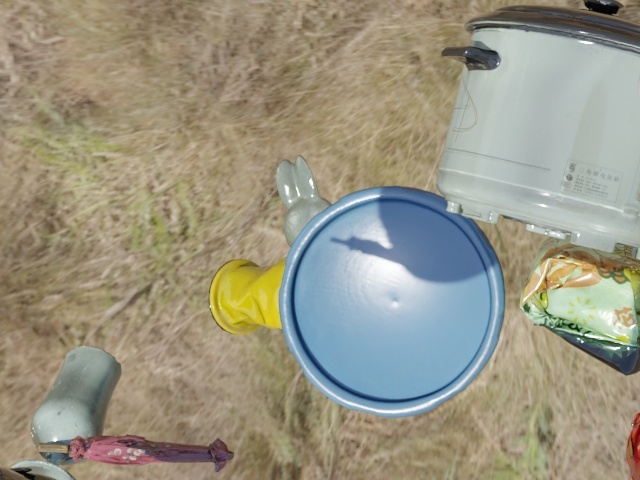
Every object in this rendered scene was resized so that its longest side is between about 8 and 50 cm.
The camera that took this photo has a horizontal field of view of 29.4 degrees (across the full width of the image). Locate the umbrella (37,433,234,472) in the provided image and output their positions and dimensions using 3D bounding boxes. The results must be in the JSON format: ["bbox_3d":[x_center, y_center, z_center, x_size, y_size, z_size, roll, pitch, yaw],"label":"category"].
[{"bbox_3d":[-0.150,0.174,1.011,0.165,0.027,0.025,7,102,-22],"label":"umbrella"}]

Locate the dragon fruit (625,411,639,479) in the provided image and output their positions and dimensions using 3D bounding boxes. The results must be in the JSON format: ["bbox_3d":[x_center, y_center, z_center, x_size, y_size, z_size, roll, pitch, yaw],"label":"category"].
[{"bbox_3d":[0.266,0.178,0.844,0.094,0.190,0.094,1,114,2],"label":"dragon fruit"}]

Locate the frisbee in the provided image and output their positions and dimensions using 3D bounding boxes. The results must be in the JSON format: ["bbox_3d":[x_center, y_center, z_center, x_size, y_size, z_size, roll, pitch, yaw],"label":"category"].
[{"bbox_3d":[0.089,0.075,1.529,0.289,0.049,0.290,-1,88,14],"label":"frisbee"}]

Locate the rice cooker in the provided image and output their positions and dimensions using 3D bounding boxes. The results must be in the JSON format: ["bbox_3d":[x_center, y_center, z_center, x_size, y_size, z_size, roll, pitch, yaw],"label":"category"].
[{"bbox_3d":[0.235,-0.113,1.131,0.280,0.241,0.227,12,94,-21],"label":"rice cooker"}]

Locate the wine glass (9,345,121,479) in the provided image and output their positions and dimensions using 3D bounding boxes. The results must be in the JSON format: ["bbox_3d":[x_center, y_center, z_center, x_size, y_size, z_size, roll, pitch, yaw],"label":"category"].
[{"bbox_3d":[-0.354,0.257,1.721,0.103,0.231,0.103,6,131,7],"label":"wine glass"}]

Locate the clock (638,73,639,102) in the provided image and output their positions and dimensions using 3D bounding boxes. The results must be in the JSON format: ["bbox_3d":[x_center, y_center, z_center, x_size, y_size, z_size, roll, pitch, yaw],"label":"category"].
[{"bbox_3d":[0.261,-0.046,0.557,0.230,0.230,0.083,32,126,2],"label":"clock"}]

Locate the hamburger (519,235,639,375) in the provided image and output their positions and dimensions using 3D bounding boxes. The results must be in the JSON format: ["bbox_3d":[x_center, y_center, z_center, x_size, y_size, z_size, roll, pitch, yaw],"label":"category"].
[{"bbox_3d":[0.364,0.065,1.485,0.235,0.214,0.125,17,114,17],"label":"hamburger"}]

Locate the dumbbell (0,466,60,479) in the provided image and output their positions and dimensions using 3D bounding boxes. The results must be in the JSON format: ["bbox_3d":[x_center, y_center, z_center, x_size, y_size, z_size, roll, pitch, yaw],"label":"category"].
[{"bbox_3d":[-0.261,0.166,0.618,0.185,0.185,0.388,-44,131,13],"label":"dumbbell"}]

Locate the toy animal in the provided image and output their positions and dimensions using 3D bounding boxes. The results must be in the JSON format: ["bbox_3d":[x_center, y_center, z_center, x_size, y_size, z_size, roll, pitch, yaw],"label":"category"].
[{"bbox_3d":[0.005,0.007,1.645,0.138,0.108,0.236,-12,68,26],"label":"toy animal"}]

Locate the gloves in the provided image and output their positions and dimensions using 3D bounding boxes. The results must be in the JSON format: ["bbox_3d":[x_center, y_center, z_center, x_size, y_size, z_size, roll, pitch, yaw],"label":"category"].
[{"bbox_3d":[-0.033,0.079,1.783,0.294,0.116,0.133,-7,73,49],"label":"gloves"}]
